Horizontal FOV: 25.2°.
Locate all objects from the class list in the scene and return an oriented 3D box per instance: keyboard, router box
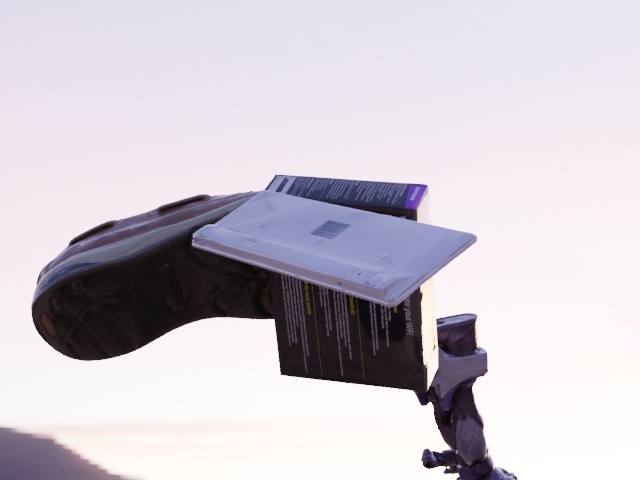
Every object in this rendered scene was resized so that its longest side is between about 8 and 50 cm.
[{"bbox_3d":[0.000,0.000,0.932,0.072,0.014,0.256,-31,23,-24],"label":"keyboard"},{"bbox_3d":[0.026,0.037,1.191,0.133,0.179,0.046,5,31,18],"label":"router box"}]

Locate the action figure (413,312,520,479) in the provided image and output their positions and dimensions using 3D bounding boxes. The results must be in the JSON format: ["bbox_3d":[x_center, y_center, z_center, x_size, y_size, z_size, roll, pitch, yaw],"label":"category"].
[{"bbox_3d":[0.150,0.213,1.482,0.099,0.285,0.185,-23,9,-13],"label":"action figure"}]

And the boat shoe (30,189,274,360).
[{"bbox_3d":[-0.103,0.006,1.290,0.324,0.123,0.120,-13,29,-4],"label":"boat shoe"}]
